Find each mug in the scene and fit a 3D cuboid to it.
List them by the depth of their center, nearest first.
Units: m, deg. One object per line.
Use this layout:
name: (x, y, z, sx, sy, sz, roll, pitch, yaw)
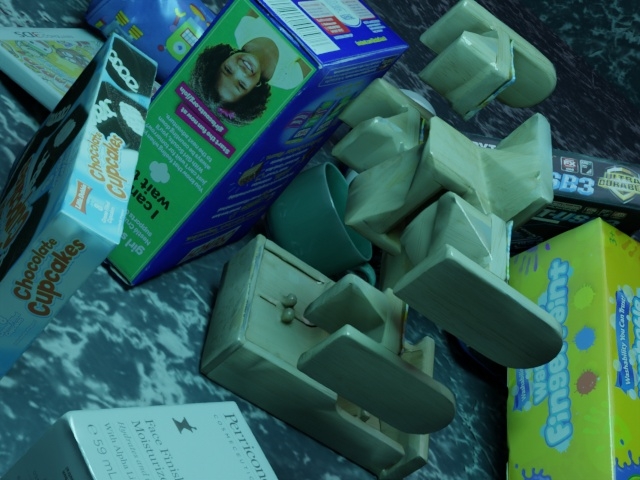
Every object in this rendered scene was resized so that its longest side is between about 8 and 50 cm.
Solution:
mug: (-0.004, -0.005, 1.493, 0.129, 0.097, 0.158, 27, 43, -68)

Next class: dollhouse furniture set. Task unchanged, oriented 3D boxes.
dollhouse furniture set: (0.105, 0.044, 1.223, 0.256, 0.394, 0.362, 33, 40, -22)

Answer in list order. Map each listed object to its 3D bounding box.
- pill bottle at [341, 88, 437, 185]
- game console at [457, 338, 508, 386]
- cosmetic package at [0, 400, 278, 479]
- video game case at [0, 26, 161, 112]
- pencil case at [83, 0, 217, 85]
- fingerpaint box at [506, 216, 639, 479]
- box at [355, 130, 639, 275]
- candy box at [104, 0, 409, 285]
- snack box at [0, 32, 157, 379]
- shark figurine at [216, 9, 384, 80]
pill bottle: (0.108, -0.108, 1.759, 0.153, 0.153, 0.265, 36, 26, -16)
game console: (0.302, 0.062, 1.734, 0.250, 0.173, 0.293, 39, 27, -35)
cosmetic package: (-0.133, 0.224, 0.916, 0.183, 0.151, 0.151, 4, 47, -53)
video game case: (-0.259, -0.177, 1.424, 0.227, 0.026, 0.206, 39, 24, 18)
pencil case: (-0.149, -0.229, 1.564, 0.306, 0.133, 0.119, 42, 3, -19)
fingerpaint box: (0.399, 0.253, 1.464, 0.371, 0.163, 0.445, 27, 53, -31)
box: (0.219, -0.024, 1.533, 0.295, 0.293, 0.073, 8, 63, -11)
candy box: (-0.085, -0.119, 1.306, 0.122, 0.317, 0.268, 45, 24, 7)
snack box: (-0.237, -0.040, 1.119, 0.060, 0.187, 0.322, 33, 27, -21)
shark figurine: (-0.069, -0.208, 1.755, 0.278, 0.166, 0.116, 24, 2, -2)
